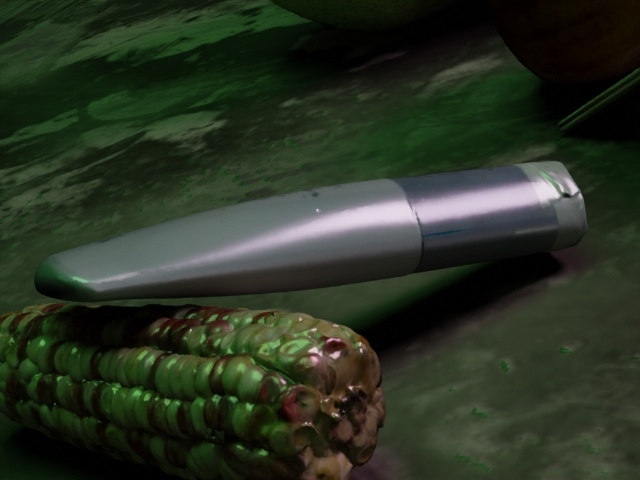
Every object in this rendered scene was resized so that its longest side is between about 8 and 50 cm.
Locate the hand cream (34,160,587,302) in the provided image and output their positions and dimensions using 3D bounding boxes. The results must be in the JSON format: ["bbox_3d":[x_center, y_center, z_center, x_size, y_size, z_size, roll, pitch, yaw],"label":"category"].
[{"bbox_3d":[0.000,0.000,0.595,0.255,0.048,0.079,-10,0,-21],"label":"hand cream"}]

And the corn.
[{"bbox_3d":[-0.073,0.063,0.565,0.237,0.079,0.079,1,29,41],"label":"corn"}]

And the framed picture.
[{"bbox_3d":[0.247,-0.134,0.715,0.173,0.010,0.231,-30,-3,-27],"label":"framed picture"}]

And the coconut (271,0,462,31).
[{"bbox_3d":[0.059,-0.342,1.068,0.281,0.328,0.328,14,34,19],"label":"coconut"}]

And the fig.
[{"bbox_3d":[0.174,-0.182,0.794,0.149,0.202,0.148,12,47,-29],"label":"fig"}]
